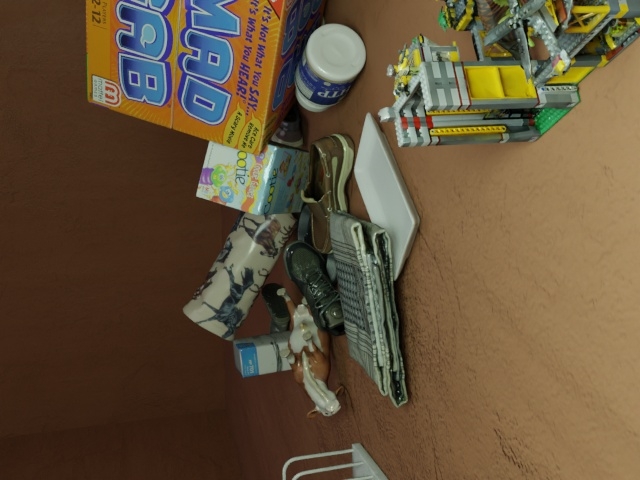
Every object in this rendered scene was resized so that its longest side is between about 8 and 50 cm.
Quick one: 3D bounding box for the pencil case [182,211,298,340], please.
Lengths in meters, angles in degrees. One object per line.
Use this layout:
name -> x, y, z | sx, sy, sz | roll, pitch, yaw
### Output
pencil case -> -0.216, 0.069, 2.021 | 0.410, 0.160, 0.183 | -61, 28, 4

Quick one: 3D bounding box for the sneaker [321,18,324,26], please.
sneaker -> -0.031, -0.526, 1.650 | 0.084, 0.058, 0.152 | -165, 64, -66

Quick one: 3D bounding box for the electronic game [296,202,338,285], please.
electronic game -> 0.000, 0.000, 1.706 | 0.229, 0.048, 0.229 | 176, 90, -68

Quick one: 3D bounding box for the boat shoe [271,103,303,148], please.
boat shoe -> -0.106, -0.340, 1.937 | 0.285, 0.102, 0.092 | -114, 29, -44

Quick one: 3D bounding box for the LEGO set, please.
LEGO set -> 0.157, -0.230, 0.730 | 0.331, 0.192, 0.255 | 146, 119, -73

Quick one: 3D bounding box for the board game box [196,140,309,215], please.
board game box -> -0.129, -0.141, 1.605 | 0.275, 0.142, 0.144 | -12, -62, -74

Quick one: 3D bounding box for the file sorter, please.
file sorter -> 0.041, 0.547, 1.463 | 0.277, 0.173, 0.193 | -153, 59, -73

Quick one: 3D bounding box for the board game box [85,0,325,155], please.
board game box -> -0.202, -0.444, 1.452 | 0.356, 0.356, 0.357 | -66, -8, -50

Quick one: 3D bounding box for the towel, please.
towel -> 0.074, 0.108, 1.370 | 0.324, 0.056, 0.312 | -149, 52, -76

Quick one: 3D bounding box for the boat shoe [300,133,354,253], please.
boat shoe -> -0.002, -0.090, 1.530 | 0.095, 0.095, 0.258 | 31, 124, 47

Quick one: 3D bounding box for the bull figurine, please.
bull figurine -> -0.026, 0.247, 1.705 | 0.310, 0.101, 0.188 | -103, -7, -47

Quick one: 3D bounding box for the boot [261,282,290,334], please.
boot -> -0.135, 0.260, 2.301 | 0.190, 0.076, 0.209 | -108, 13, -50

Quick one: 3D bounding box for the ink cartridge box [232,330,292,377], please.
ink cartridge box -> -0.128, 0.297, 2.012 | 0.139, 0.190, 0.082 | -166, 71, -75

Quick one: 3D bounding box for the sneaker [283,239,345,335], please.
sneaker -> 0.004, 0.104, 1.574 | 0.130, 0.087, 0.228 | 19, 136, 65

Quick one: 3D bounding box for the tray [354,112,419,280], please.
tray -> 0.113, -0.079, 1.280 | 0.145, 0.030, 0.270 | 100, 160, -47

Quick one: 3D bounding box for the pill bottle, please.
pill bottle -> 0.010, -0.320, 1.445 | 0.187, 0.112, 0.112 | 133, 131, -72
